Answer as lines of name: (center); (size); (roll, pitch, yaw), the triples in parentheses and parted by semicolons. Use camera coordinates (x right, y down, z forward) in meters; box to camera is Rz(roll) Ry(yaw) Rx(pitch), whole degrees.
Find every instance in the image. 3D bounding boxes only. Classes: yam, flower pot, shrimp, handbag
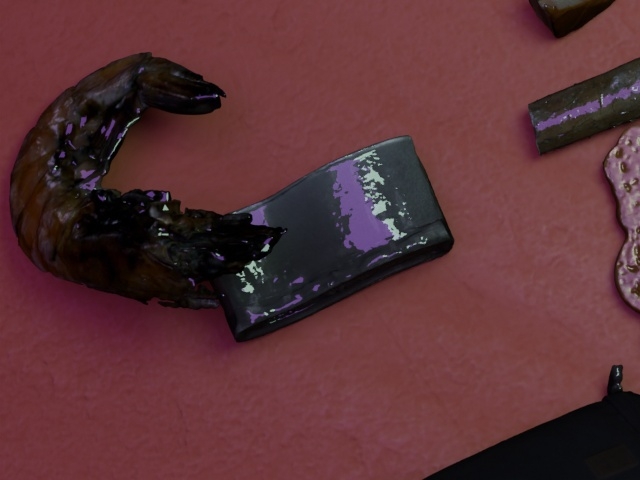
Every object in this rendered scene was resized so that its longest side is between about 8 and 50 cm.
yam: (0.251, -0.123, 1.656); (0.132, 0.054, 0.054); (-22, 78, 8)
flower pot: (0.000, 0.000, 1.660); (0.229, 0.103, 0.108); (-26, 79, 6)
shrimp: (-0.155, -0.062, 1.649); (0.365, 0.071, 0.233); (10, 77, 44)
handbag: (0.189, 0.257, 1.513); (0.302, 0.178, 0.275); (-21, 69, -3)

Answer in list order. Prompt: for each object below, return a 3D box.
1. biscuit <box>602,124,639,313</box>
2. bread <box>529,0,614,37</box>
biscuit: (0.331, 0.008, 1.630); (0.144, 0.040, 0.236); (-7, 82, 17)
bread: (0.221, -0.214, 1.676); (0.043, 0.109, 0.062); (54, 137, 17)
